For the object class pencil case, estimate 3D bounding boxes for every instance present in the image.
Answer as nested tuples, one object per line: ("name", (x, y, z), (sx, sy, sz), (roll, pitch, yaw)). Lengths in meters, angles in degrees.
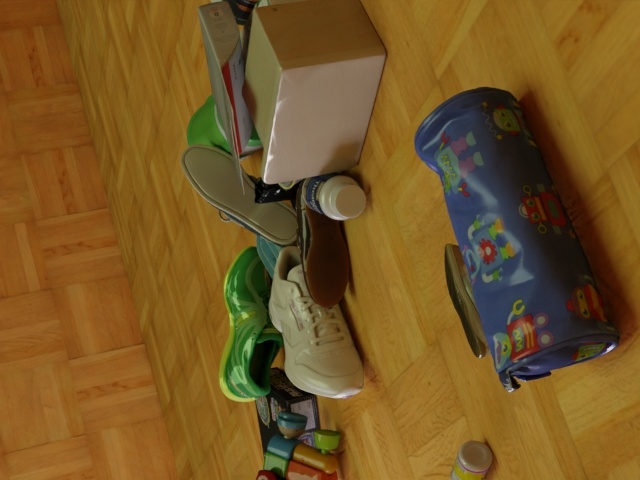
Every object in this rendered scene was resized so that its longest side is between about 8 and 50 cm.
("pencil case", (0.192, -0.002, 1.170), (0.133, 0.119, 0.306), (-45, 55, 48))

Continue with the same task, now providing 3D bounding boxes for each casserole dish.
("casserole dish", (-0.078, 0.020, 2.100), (0.188, 0.037, 0.114), (-126, 30, -49))

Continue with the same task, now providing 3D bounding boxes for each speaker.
("speaker", (-0.156, -0.206, 2.056), (0.296, 0.131, 0.131), (165, 94, -71))

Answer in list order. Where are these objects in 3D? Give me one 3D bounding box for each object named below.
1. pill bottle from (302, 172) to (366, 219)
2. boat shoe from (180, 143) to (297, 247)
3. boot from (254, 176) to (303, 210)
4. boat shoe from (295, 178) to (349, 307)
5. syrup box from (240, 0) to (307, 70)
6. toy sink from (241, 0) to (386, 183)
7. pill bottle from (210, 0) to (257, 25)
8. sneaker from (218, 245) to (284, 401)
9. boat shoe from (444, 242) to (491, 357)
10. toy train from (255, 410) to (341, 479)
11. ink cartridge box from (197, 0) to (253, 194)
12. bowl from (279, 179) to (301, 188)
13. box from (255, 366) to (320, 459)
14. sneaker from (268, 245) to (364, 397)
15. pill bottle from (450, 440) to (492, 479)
("pill bottle", (0.022, -0.066, 1.709), (0.120, 0.067, 0.067), (-153, 54, -67))
("boat shoe", (-0.135, -0.074, 2.000), (0.254, 0.095, 0.079), (32, 166, 7))
("boot", (-0.061, -0.076, 1.893), (0.121, 0.099, 0.045), (119, 138, -62))
("boat shoe", (0.000, 0.000, 1.814), (0.073, 0.073, 0.207), (-172, 79, -72))
("syrup box", (-0.056, -0.303, 1.755), (0.237, 0.096, 0.093), (142, 116, -72))
("toy sink", (-0.019, -0.212, 1.617), (0.234, 0.152, 0.131), (102, 151, -51))
("pill bottle", (-0.086, -0.425, 1.719), (0.245, 0.130, 0.130), (140, 117, -69))
("sneaker", (-0.117, 0.159, 2.187), (0.123, 0.109, 0.296), (-2, 84, 41))
("boat shoe", (0.185, 0.067, 1.367), (0.056, 0.048, 0.153), (83, 172, -53))
("toy train", (0.009, 0.394, 2.000), (0.248, 0.105, 0.143), (13, 96, 37))
("ink cartridge box", (-0.125, -0.215, 1.726), (0.189, 0.066, 0.232), (85, 164, -49))
("bowl", (-0.030, -0.169, 1.781), (0.170, 0.080, 0.170), (168, 90, -72))
("box", (-0.056, 0.400, 2.212), (0.216, 0.060, 0.270), (-158, 59, -66))
("sneaker", (-0.017, 0.130, 1.861), (0.305, 0.114, 0.152), (-123, 27, -48))
("pill bottle", (0.189, 0.294, 1.467), (0.083, 0.043, 0.043), (100, 152, -47))
